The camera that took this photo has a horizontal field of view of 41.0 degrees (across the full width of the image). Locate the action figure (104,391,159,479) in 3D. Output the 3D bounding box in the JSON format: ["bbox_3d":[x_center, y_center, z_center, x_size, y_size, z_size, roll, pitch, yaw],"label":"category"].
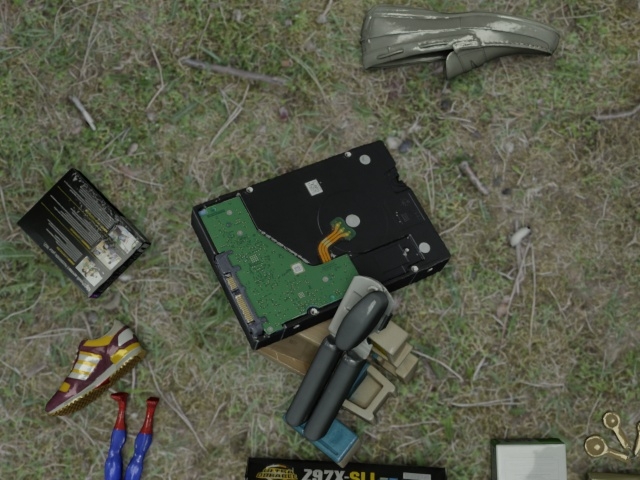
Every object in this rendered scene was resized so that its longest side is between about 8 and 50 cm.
[{"bbox_3d":[-0.322,0.388,1.339,0.092,0.139,0.280,8,87,4],"label":"action figure"}]

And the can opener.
[{"bbox_3d":[0.020,0.172,1.240,0.074,0.093,0.280,36,118,23],"label":"can opener"}]

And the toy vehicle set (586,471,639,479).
[{"bbox_3d":[0.491,0.494,1.322,0.166,0.035,0.266,1,95,2],"label":"toy vehicle set"}]

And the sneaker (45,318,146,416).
[{"bbox_3d":[-0.378,0.208,1.394,0.185,0.069,0.084,-37,76,-8],"label":"sneaker"}]

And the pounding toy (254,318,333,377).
[{"bbox_3d":[-0.041,0.123,1.353,0.141,0.130,0.100,28,51,4],"label":"pounding toy"}]

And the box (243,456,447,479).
[{"bbox_3d":[0.034,0.440,1.261,0.322,0.257,0.079,2,117,2],"label":"box"}]

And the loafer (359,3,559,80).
[{"bbox_3d":[0.224,-0.316,1.400,0.320,0.112,0.111,5,90,10],"label":"loafer"}]

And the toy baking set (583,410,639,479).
[{"bbox_3d":[0.536,0.362,1.359,0.256,0.030,0.196,-8,85,1],"label":"toy baking set"}]

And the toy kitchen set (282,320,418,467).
[{"bbox_3d":[0.037,0.214,1.317,0.122,0.166,0.207,33,75,26],"label":"toy kitchen set"}]

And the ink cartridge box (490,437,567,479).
[{"bbox_3d":[0.328,0.419,1.345,0.109,0.062,0.209,-1,85,2],"label":"ink cartridge box"}]

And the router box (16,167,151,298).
[{"bbox_3d":[-0.392,-0.012,1.420,0.133,0.046,0.179,-45,84,-2],"label":"router box"}]

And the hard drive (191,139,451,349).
[{"bbox_3d":[0.000,0.000,1.324,0.339,0.064,0.237,-22,70,-21],"label":"hard drive"}]
